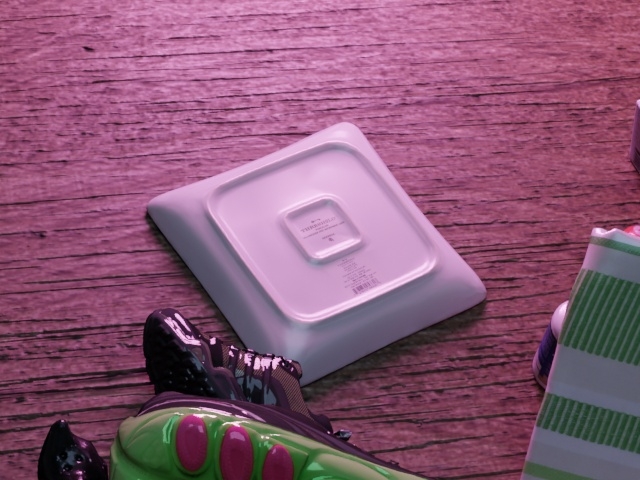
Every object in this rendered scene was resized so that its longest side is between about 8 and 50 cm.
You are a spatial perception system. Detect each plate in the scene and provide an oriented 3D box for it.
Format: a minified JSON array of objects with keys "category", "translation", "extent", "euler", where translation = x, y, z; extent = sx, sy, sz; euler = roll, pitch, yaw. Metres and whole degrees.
[{"category":"plate","translation":[0.000,0.000,2.015],"extent":[0.277,0.045,0.278],"euler":[-23,61,-28]}]

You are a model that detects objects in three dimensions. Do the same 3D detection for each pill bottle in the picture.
[{"category":"pill bottle","translation":[0.264,0.102,1.943],"extent":[0.067,0.120,0.067],"euler":[6,51,-7]}]

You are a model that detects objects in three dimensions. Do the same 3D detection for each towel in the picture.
[{"category":"towel","translation":[0.338,0.169,1.847],"extent":[0.247,0.038,0.325],"euler":[15,89,0]}]

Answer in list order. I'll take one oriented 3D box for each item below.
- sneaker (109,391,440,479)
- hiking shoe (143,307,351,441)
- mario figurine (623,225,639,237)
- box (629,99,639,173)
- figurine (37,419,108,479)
[{"category":"sneaker","translation":[0.039,0.249,1.670],"extent":[0.482,0.185,0.202],"euler":[30,9,-17]},{"category":"hiking shoe","translation":[-0.078,0.145,1.870],"extent":[0.227,0.086,0.114],"euler":[45,43,14]},{"category":"mario figurine","translation":[0.459,0.066,1.977],"extent":[0.320,0.198,0.170],"euler":[29,64,6]},{"category":"box","translation":[0.466,-0.129,2.147],"extent":[0.203,0.114,0.103],"euler":[-23,59,-11]},{"category":"figurine","translation":[-0.199,0.289,1.634],"extent":[0.092,0.209,0.215],"euler":[-15,57,-23]}]
